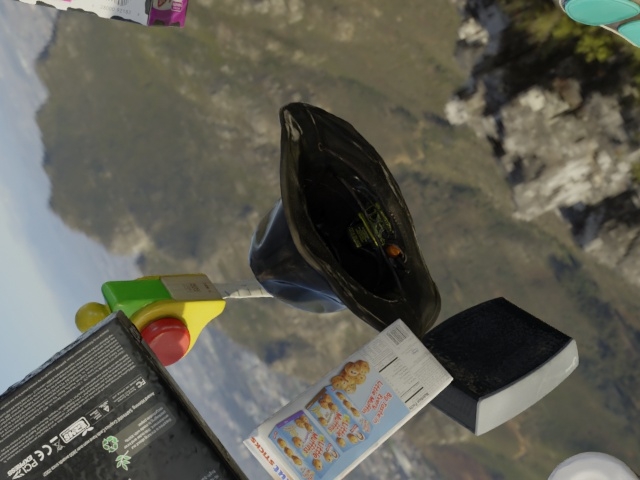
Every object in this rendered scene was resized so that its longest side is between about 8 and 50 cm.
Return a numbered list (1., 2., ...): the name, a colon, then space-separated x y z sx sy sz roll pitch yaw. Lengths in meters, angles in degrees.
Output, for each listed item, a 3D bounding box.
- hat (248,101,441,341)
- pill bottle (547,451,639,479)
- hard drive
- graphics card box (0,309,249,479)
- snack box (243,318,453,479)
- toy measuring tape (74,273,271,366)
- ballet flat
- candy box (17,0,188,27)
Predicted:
1. hat: 0.000 0.000 1.262 0.331 0.134 0.331 47 -153 -34
2. pill bottle: 0.230 0.218 0.897 0.078 0.078 0.137 54 -172 34
3. hard drive: 0.231 0.161 1.554 0.172 0.255 0.054 32 127 31
4. graphics card box: -0.169 0.277 1.042 0.371 0.233 0.094 53 175 -6
5. snack box: 0.025 0.122 0.824 0.064 0.178 0.022 49 135 9
6. toy measuring tape: -0.162 0.105 1.463 0.121 0.330 0.121 3 93 55
7. ballet flat: 0.351 -0.282 1.319 0.248 0.086 0.086 13 -146 -49
8. candy box: -0.281 -0.298 1.294 0.159 0.234 0.071 -54 -25 -78
